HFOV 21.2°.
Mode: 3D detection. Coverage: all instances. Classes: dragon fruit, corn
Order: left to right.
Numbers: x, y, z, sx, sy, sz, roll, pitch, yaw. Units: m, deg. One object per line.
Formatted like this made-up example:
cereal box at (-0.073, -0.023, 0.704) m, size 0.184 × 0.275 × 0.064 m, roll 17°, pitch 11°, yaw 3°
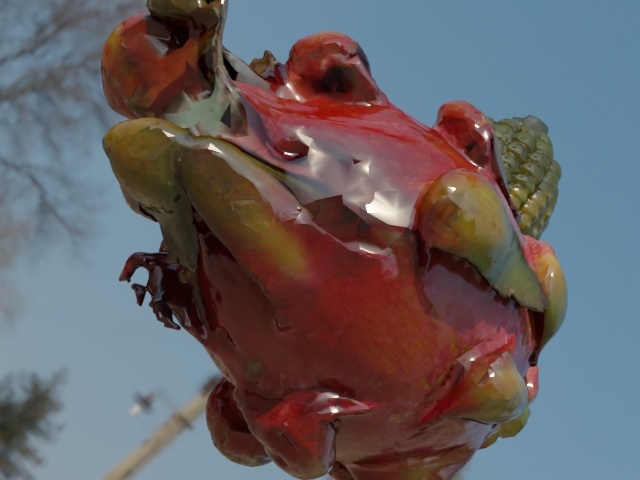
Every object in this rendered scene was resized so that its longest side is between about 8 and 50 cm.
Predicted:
dragon fruit at (-0.003, 0.007, 0.960) m, size 0.307 × 0.227 × 0.243 m, roll 34°, pitch -25°, yaw 5°
corn at (0.084, 0.022, 1.323) m, size 0.119 × 0.322 × 0.119 m, roll 34°, pitch -19°, yaw 13°
